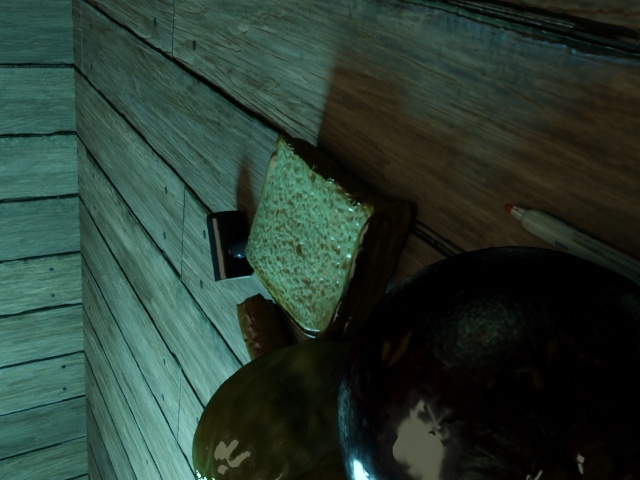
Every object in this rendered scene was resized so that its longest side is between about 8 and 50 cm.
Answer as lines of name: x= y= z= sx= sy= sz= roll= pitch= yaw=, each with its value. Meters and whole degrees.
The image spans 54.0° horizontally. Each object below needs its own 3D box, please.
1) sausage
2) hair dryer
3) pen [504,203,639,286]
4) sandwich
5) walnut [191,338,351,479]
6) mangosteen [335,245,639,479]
sausage: x=-0.056 y=0.216 z=1.014 sx=0.302 sy=0.076 sz=0.103 roll=56 pitch=142 yaw=36
hair dryer: x=-0.116 y=-0.008 z=1.088 sx=0.255 sy=0.070 sz=0.128 roll=-18 pitch=81 yaw=51
pen: x=0.238 y=0.013 z=0.534 sx=0.218 sy=0.026 sz=0.026 roll=40 pitch=130 yaw=48
sandwich: x=0.001 y=0.000 z=0.856 sx=0.251 sy=0.087 sz=0.226 roll=42 pitch=121 yaw=47
walnut: x=-0.002 y=0.270 z=0.755 sx=0.253 sy=0.277 sz=0.282 roll=11 pitch=128 yaw=63
mangosteen: x=0.148 y=0.138 z=0.492 sx=0.288 sy=0.288 sz=0.288 roll=20 pitch=114 yaw=55
